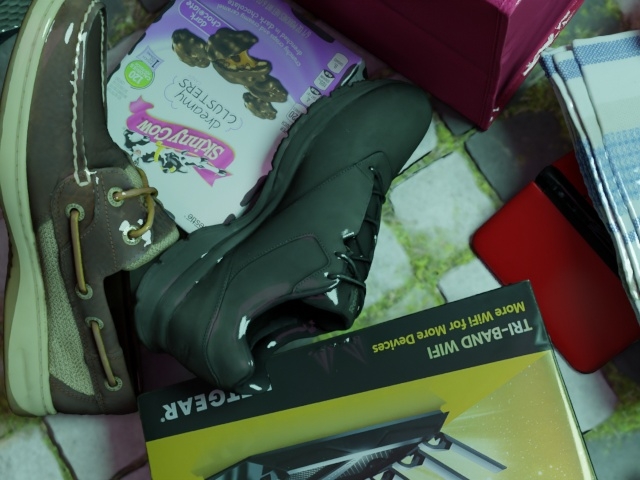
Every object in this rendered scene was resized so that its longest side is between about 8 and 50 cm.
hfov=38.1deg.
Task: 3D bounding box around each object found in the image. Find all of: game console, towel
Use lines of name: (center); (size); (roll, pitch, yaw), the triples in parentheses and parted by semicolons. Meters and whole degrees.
game console: (0.218, 0.008, 0.733); (0.124, 0.085, 0.144); (-31, 75, -30)
towel: (0.293, -0.031, 0.690); (0.209, 0.034, 0.285); (-13, 78, -19)

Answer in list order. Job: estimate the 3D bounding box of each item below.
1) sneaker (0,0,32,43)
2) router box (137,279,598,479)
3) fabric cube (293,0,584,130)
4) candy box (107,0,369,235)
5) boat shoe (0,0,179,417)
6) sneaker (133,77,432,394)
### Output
sneaker: (-0.305, -0.261, 0.821); (0.226, 0.086, 0.163); (-31, 79, 3)
router box: (0.041, 0.191, 0.671); (0.309, 0.081, 0.243); (-18, 71, 7)
fabric cube: (0.098, -0.281, 0.681); (0.258, 0.259, 0.254); (36, 86, 11)
candy box: (-0.083, -0.109, 0.769); (0.165, 0.070, 0.196); (38, 87, 13)
boat shoe: (-0.166, -0.016, 0.699); (0.123, 0.123, 0.342); (7, 108, -1)
sneaker: (0.000, 0.000, 0.691); (0.130, 0.109, 0.286); (33, 76, 35)
